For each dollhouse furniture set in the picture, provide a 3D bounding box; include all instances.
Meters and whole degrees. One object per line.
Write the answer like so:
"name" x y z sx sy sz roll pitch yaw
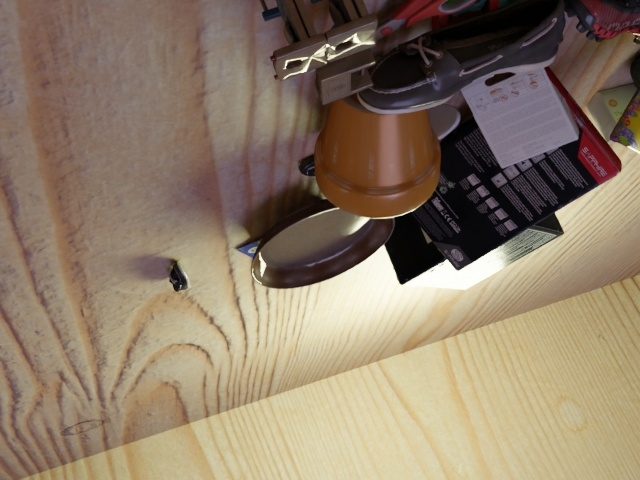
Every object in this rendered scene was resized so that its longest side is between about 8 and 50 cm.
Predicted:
"dollhouse furniture set" -0.014 -0.261 0.997 0.128 0.129 0.184 -21 168 -3

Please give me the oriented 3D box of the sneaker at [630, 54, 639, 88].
"sneaker" 0.763 -0.325 1.591 0.343 0.146 0.134 3 125 -16

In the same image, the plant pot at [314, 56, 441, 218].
"plant pot" 0.090 -0.171 1.243 0.205 0.205 0.188 -18 143 -11

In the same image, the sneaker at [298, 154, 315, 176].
"sneaker" 0.050 -0.116 1.456 0.170 0.089 0.051 -11 157 -28

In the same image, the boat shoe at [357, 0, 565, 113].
"boat shoe" 0.201 -0.274 1.131 0.335 0.112 0.096 -20 142 -19

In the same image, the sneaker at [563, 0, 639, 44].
"sneaker" 0.486 -0.377 1.240 0.276 0.098 0.135 -7 155 -38

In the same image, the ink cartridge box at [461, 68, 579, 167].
"ink cartridge box" 0.337 -0.226 1.365 0.145 0.179 0.045 -21 -158 29

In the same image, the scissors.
"scissors" 0.112 -0.298 1.110 0.109 0.021 0.297 7 152 -40

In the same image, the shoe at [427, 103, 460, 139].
"shoe" 0.187 -0.189 1.459 0.178 0.064 0.081 -28 160 29

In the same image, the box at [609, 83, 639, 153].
"box" 0.703 -0.248 1.352 0.279 0.289 0.177 -56 167 -18

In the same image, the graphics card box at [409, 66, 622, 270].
"graphics card box" 0.338 -0.128 1.507 0.371 0.233 0.094 -37 -172 31

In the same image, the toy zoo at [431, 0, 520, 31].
"toy zoo" 0.260 -0.340 1.199 0.192 0.030 0.293 -22 159 0

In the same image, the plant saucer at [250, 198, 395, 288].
"plant saucer" 0.000 0.000 1.626 0.310 0.050 0.311 -17 153 -9

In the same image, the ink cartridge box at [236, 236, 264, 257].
"ink cartridge box" -0.036 0.012 1.744 0.224 0.045 0.223 -27 158 14

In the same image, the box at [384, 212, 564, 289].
"box" 0.335 -0.033 1.808 0.296 0.183 0.294 -34 155 31

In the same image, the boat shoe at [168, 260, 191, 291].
"boat shoe" -0.295 0.077 1.654 0.038 0.046 0.125 -23 168 -10

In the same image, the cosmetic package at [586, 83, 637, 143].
"cosmetic package" 0.686 -0.281 1.670 0.238 0.099 0.060 -16 156 -17
